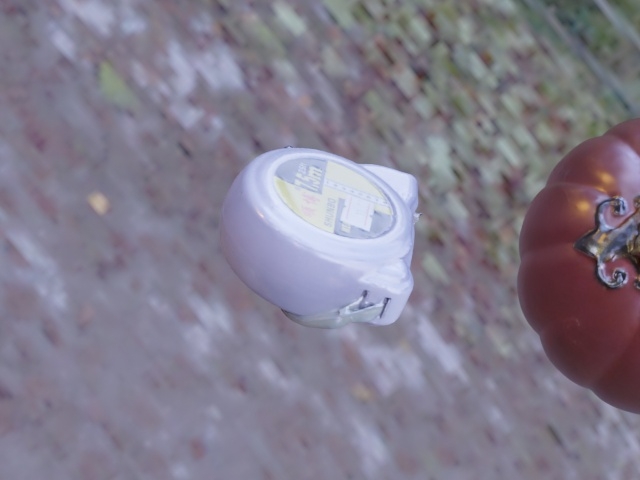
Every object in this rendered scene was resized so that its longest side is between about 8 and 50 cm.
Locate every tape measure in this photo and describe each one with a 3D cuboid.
[{"bbox_3d":[-0.003,-0.003,1.732,0.178,0.105,0.196,22,34,-4],"label":"tape measure"}]

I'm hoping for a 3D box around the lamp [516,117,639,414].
[{"bbox_3d":[0.345,0.026,1.936,0.303,0.303,0.257,57,-10,10],"label":"lamp"}]
